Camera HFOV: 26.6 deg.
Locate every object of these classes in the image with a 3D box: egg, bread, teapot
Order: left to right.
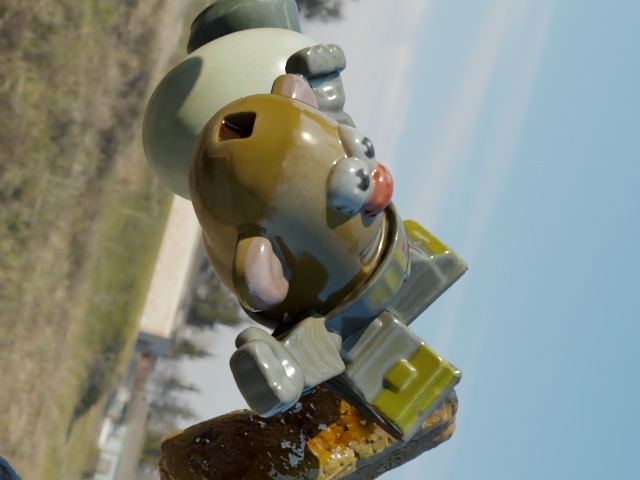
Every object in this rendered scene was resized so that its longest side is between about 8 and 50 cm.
[{"bbox_3d":[-0.076,-0.123,1.312,0.209,0.151,0.151,-37,173,-19],"label":"egg"},{"bbox_3d":[-0.095,-0.226,1.932,0.171,0.203,0.225,102,-36,-78],"label":"teapot"},{"bbox_3d":[-0.011,0.173,1.232,0.139,0.270,0.077,44,-32,45],"label":"bread"}]

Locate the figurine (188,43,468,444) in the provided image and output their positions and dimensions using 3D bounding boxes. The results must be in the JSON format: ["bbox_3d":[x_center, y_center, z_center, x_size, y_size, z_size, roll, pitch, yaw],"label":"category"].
[{"bbox_3d":[-0.001,0.001,1.068,0.167,0.285,0.343,-30,-141,11],"label":"figurine"}]

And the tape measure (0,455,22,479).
[{"bbox_3d":[-0.167,0.117,0.384,0.207,0.235,0.115,54,38,-38],"label":"tape measure"}]
